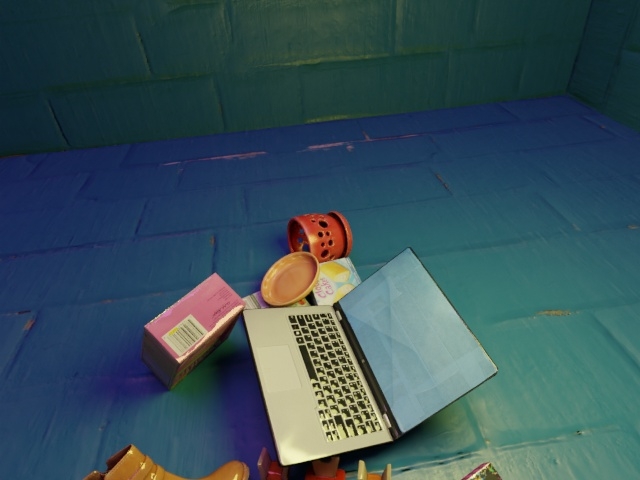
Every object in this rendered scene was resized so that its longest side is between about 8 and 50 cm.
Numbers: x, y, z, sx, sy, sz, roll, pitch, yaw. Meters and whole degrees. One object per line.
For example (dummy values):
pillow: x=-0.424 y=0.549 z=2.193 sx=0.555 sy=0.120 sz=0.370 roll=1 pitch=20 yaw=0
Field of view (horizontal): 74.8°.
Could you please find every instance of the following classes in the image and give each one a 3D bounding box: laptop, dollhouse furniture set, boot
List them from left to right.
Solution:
boot: x=-0.294 y=0.463 z=0.786 sx=0.283 sy=0.220 sz=0.109 roll=-32 pitch=10 yaw=-22
dollhouse furniture set: x=-0.007 y=0.536 z=0.772 sx=0.261 sy=0.135 sz=0.259 roll=3 pitch=26 yaw=9
laptop: x=0.077 y=0.220 z=0.930 sx=0.407 sy=0.237 sz=0.382 roll=2 pitch=39 yaw=-26

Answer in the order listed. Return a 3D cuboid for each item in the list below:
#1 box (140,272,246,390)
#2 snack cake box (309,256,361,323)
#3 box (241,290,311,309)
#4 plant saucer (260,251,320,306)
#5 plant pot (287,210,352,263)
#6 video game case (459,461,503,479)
box: x=-0.325 y=0.234 z=1.061 sx=0.117 sy=0.243 sz=0.213 roll=44 pitch=50 yaw=6
snack cake box: x=0.053 y=0.174 z=1.247 sx=0.152 sy=0.089 sz=0.264 roll=-11 pitch=37 yaw=-10
box: x=-0.143 y=0.202 z=1.273 sx=0.186 sy=0.038 sz=0.145 roll=-22 pitch=41 yaw=-21
plant saucer: x=-0.087 y=0.120 z=1.265 sx=0.199 sy=0.037 sz=0.200 roll=-21 pitch=39 yaw=18
plant pot: x=0.000 y=0.000 z=1.412 sx=0.173 sy=0.191 sz=0.191 roll=-13 pitch=36 yaw=-26
video game case: x=0.269 y=0.542 z=0.713 sx=0.231 sy=0.042 sz=0.210 roll=-22 pitch=64 yaw=-22
